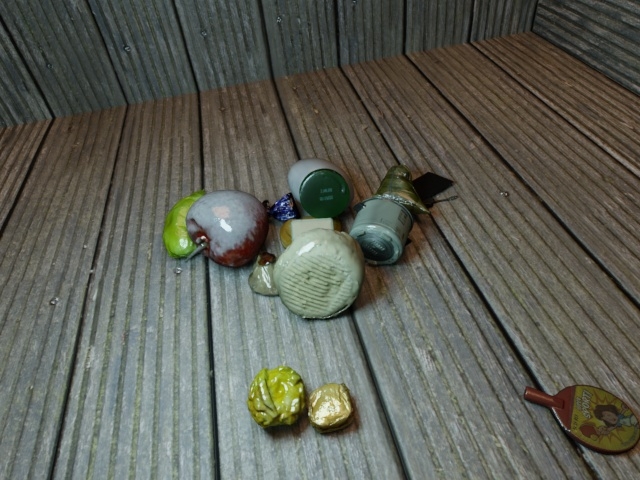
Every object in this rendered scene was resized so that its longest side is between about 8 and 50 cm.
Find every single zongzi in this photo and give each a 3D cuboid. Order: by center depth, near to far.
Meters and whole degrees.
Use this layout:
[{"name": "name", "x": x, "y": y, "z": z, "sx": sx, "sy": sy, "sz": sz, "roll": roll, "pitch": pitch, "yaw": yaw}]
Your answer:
[{"name": "zongzi", "x": 0.401, "y": -0.229, "z": 2.113, "sx": 0.274, "sy": 0.125, "sz": 0.251, "roll": 11, "pitch": 59, "yaw": 31}]

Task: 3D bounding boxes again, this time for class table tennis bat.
[{"name": "table tennis bat", "x": 0.761, "y": 0.505, "z": 1.378, "sx": 0.310, "sy": 0.038, "sz": 0.200, "roll": 17, "pitch": 47, "yaw": 19}]

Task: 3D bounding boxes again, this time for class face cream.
[{"name": "face cream", "x": 0.004, "y": -0.242, "z": 2.088, "sx": 0.312, "sy": 0.219, "sz": 0.357, "roll": 24, "pitch": 14, "yaw": -12}]

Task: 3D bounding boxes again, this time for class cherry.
[{"name": "cherry", "x": -0.374, "y": -0.064, "z": 1.905, "sx": 0.326, "sy": 0.291, "sz": 0.335, "roll": 25, "pitch": 50, "yaw": -9}]

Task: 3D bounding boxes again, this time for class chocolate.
[{"name": "chocolate", "x": -0.263, "y": -0.122, "z": 2.137, "sx": 0.343, "sy": 0.126, "sz": 0.148, "roll": -13, "pitch": 56, "yaw": 11}]

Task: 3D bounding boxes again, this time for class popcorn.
[{"name": "popcorn", "x": -0.136, "y": 0.486, "z": 1.443, "sx": 0.197, "sy": 0.156, "sz": 0.197, "roll": 11, "pitch": 35, "yaw": -8}]

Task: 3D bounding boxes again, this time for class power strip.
[{"name": "power strip", "x": 0.000, "y": 0.000, "z": 1.857, "sx": 0.224, "sy": 0.140, "sz": 0.139, "roll": -4, "pitch": 66, "yaw": -2}]

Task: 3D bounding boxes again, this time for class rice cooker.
[{"name": "rice cooker", "x": 0.241, "y": -0.044, "z": 1.892, "sx": 0.280, "sy": 0.241, "sz": 0.227, "roll": 33, "pitch": 51, "yaw": -11}]

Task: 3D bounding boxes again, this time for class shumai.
[{"name": "shumai", "x": -0.196, "y": 0.119, "z": 1.862, "sx": 0.201, "sy": 0.120, "sz": 0.201, "roll": -4, "pitch": 40, "yaw": 3}]

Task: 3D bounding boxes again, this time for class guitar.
[{"name": "guitar", "x": 0.515, "y": -0.183, "z": 2.154, "sx": 0.233, "sy": 0.025, "sz": 0.088, "roll": -11, "pitch": 38, "yaw": -3}]

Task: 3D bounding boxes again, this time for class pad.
[{"name": "pad", "x": 0.495, "y": -0.258, "z": 2.233, "sx": 0.243, "sy": 0.004, "sz": 0.163, "roll": -29, "pitch": 41, "yaw": -26}]

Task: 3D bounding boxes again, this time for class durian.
[{"name": "durian", "x": -0.556, "y": -0.068, "z": 2.056, "sx": 0.256, "sy": 0.204, "sz": 0.339, "roll": 39, "pitch": 56, "yaw": 24}]

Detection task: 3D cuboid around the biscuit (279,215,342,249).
[{"name": "biscuit", "x": -0.040, "y": -0.021, "z": 2.012, "sx": 0.274, "sy": 0.091, "sz": 0.213, "roll": -6, "pitch": 41, "yaw": -2}]

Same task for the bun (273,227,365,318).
[{"name": "bun", "x": -0.008, "y": 0.106, "z": 1.700, "sx": 0.359, "sy": 0.360, "sz": 0.211, "roll": -9, "pitch": 35, "yaw": -2}]

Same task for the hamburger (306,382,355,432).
[{"name": "hamburger", "x": 0.030, "y": 0.510, "z": 1.438, "sx": 0.147, "sy": 0.083, "sz": 0.138, "roll": -15, "pitch": 47, "yaw": -6}]
